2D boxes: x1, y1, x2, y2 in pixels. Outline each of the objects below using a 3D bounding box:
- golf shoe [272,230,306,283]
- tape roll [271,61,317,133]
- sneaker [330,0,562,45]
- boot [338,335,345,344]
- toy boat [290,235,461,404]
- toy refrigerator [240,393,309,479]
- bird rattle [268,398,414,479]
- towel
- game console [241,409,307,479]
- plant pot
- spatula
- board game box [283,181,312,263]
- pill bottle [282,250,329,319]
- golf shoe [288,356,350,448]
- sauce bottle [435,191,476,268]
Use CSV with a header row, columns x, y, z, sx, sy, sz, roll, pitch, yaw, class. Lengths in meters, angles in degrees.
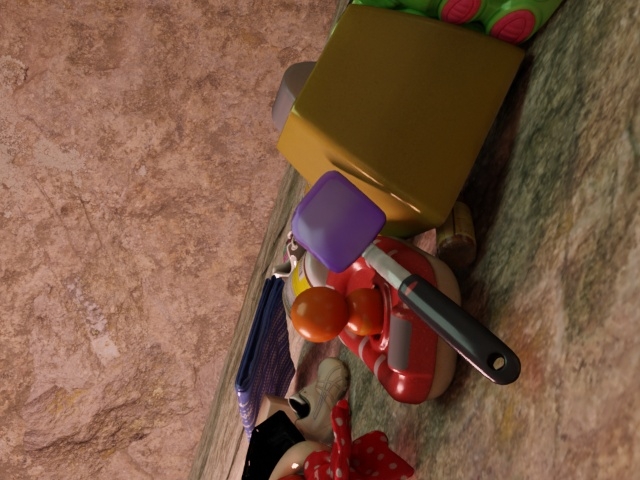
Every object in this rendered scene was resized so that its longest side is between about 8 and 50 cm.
x,y,z,sx,sy,sz,roll,pitch,yaw,class
0.000,0.000,1.207,0.105,0.120,0.273,-87,18,-57,golf shoe
0.032,-0.214,1.079,0.219,0.219,0.072,-86,17,-51,tape roll
0.140,-0.328,0.784,0.202,0.185,0.483,-66,19,-2,sneaker
0.053,0.056,0.878,0.086,0.069,0.190,12,-83,-58,boot
0.043,0.076,0.686,0.231,0.151,0.151,-142,53,-74,toy boat
-0.074,0.394,1.029,0.094,0.102,0.270,165,120,-78,toy refrigerator
-0.020,0.296,0.701,0.207,0.143,0.254,-12,64,62,bird rattle
-0.091,0.253,1.181,0.336,0.040,0.243,86,-166,-48,towel
-0.063,0.436,0.885,0.213,0.044,0.361,38,119,53,game console
0.068,-0.138,0.733,0.212,0.187,0.212,-63,6,-11,plant pot
0.067,0.031,0.582,0.084,0.030,0.296,-49,45,3,spatula
-0.017,-0.008,1.453,0.316,0.064,0.242,-101,29,-69,board game box
0.007,0.075,1.047,0.215,0.117,0.117,125,159,-61,pill bottle
-0.004,0.230,0.961,0.176,0.086,0.069,-93,20,-64,golf shoe
0.144,-0.024,0.693,0.128,0.042,0.042,-78,10,-49,sauce bottle
